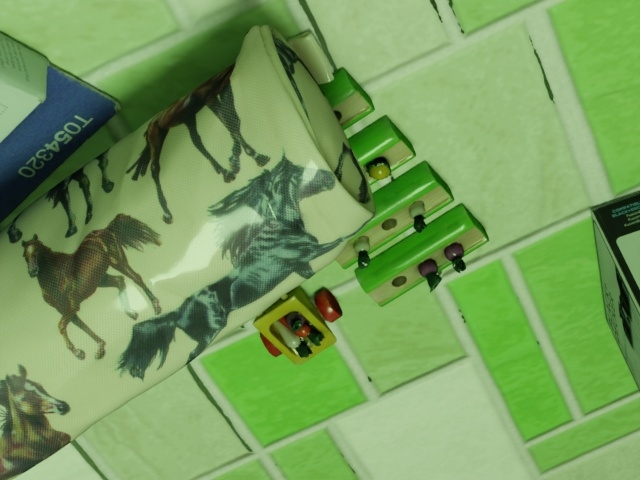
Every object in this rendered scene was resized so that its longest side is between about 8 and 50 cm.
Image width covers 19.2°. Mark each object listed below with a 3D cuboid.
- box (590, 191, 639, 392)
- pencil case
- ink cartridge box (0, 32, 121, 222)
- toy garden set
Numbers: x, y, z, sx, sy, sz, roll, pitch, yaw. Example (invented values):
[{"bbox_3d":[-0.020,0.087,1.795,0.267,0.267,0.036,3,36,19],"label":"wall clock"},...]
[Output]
[{"bbox_3d":[0.318,0.112,1.559,0.087,0.290,0.169,-19,141,0],"label":"box"},{"bbox_3d":[-0.146,0.018,1.338,0.410,0.183,0.160,-36,132,9],"label":"pencil case"},{"bbox_3d":[-0.352,-0.039,1.287,0.324,0.071,0.330,-42,134,22],"label":"ink cartridge box"},{"bbox_3d":[0.000,0.000,1.487,0.203,0.049,0.244,-32,138,13],"label":"toy garden set"}]
